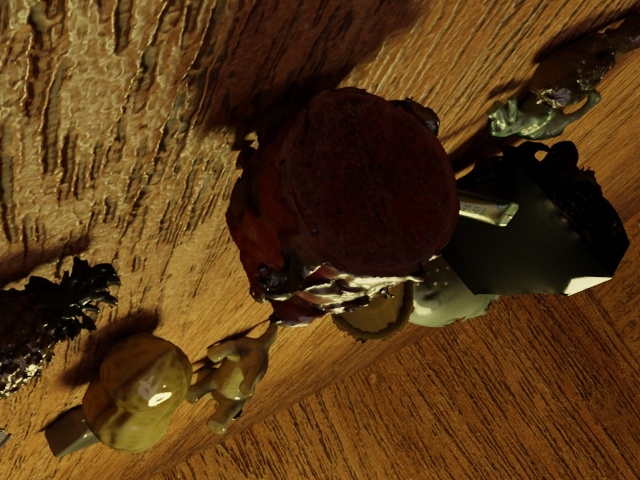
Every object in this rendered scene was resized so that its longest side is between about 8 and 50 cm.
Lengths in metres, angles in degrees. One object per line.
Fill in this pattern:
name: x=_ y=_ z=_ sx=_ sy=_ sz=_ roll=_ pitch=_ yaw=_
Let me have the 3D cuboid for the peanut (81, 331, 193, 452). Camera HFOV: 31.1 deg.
peanut: x=-0.266 y=0.219 z=1.669 sx=0.147 sy=0.147 sz=0.305 roll=-22 pitch=162 yaw=-34

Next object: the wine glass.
wine glass: x=0.166 y=0.064 z=1.949 sx=0.190 sy=0.190 sz=0.357 roll=-37 pitch=162 yaw=30

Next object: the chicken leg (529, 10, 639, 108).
chicken leg: x=0.342 y=-0.230 z=1.441 sx=0.198 sy=0.069 sz=0.085 roll=-34 pitch=146 yaw=-13

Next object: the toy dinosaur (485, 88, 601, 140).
toy dinosaur: x=0.339 y=-0.182 z=1.601 sx=0.129 sy=0.076 sz=0.383 roll=-28 pitch=166 yaw=27

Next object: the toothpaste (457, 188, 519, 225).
toothpaste: x=0.172 y=-0.057 z=1.570 sx=0.204 sy=0.031 sz=0.049 roll=13 pitch=136 yaw=-16

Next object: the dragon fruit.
dragon fruit: x=0.002 y=-0.029 z=1.091 sx=0.282 sy=0.211 sz=0.147 roll=-47 pitch=-172 yaw=-33

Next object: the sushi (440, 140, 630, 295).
sushi: x=0.314 y=-0.042 z=1.712 sx=0.227 sy=0.215 sz=0.212 roll=-29 pitch=-166 yaw=48

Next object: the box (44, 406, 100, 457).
box: x=-0.358 y=0.306 z=1.997 sx=0.103 sy=0.055 sz=0.244 roll=-38 pitch=165 yaw=33

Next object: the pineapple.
pineapple: x=-0.286 y=0.080 z=1.147 sx=0.198 sy=0.108 sz=0.108 roll=-35 pitch=172 yaw=-26

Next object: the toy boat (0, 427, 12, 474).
toy boat: x=-0.599 y=0.404 z=1.819 sx=0.219 sy=0.072 sz=0.318 roll=-26 pitch=165 yaw=-33

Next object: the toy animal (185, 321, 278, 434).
toy animal: x=-0.167 y=0.255 z=2.117 sx=0.169 sy=0.121 sz=0.233 roll=-41 pitch=169 yaw=-44
